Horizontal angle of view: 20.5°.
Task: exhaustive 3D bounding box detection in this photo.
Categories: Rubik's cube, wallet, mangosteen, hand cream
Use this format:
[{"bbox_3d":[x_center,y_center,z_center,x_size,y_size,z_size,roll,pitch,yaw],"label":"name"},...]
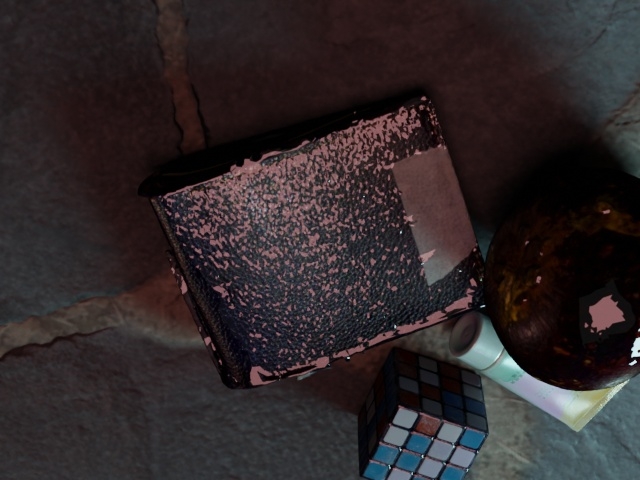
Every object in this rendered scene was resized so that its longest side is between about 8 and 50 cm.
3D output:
[{"bbox_3d":[0.093,0.171,1.631,0.092,0.092,0.092,19,120,-12],"label":"Rubik's cube"},{"bbox_3d":[0.000,0.000,1.547,0.262,0.071,0.221,-18,116,7],"label":"wallet"},{"bbox_3d":[0.249,0.035,1.507,0.217,0.192,0.192,8,125,-34],"label":"mangosteen"},{"bbox_3d":[0.199,0.119,1.633,0.174,0.047,0.076,28,117,-27],"label":"hand cream"}]
